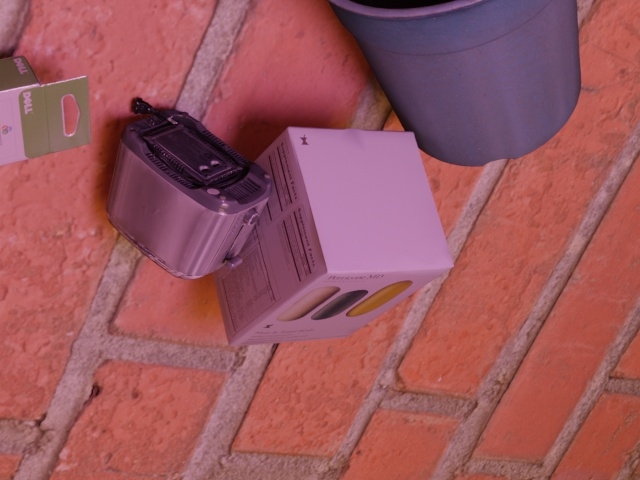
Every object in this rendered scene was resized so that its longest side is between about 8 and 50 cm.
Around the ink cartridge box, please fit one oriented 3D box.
[{"bbox_3d":[-0.372,-0.143,1.278,0.209,0.062,0.109,-17,140,-23],"label":"ink cartridge box"}]

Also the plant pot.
[{"bbox_3d":[0.182,-0.291,1.423,0.341,0.341,0.334,-38,142,-7],"label":"plant pot"}]

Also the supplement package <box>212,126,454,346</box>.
[{"bbox_3d":[0.000,0.000,1.479,0.199,0.198,0.262,-1,157,-34],"label":"supplement package"}]

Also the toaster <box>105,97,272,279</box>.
[{"bbox_3d":[-0.178,-0.058,1.404,0.129,0.227,0.146,-31,152,-51],"label":"toaster"}]
